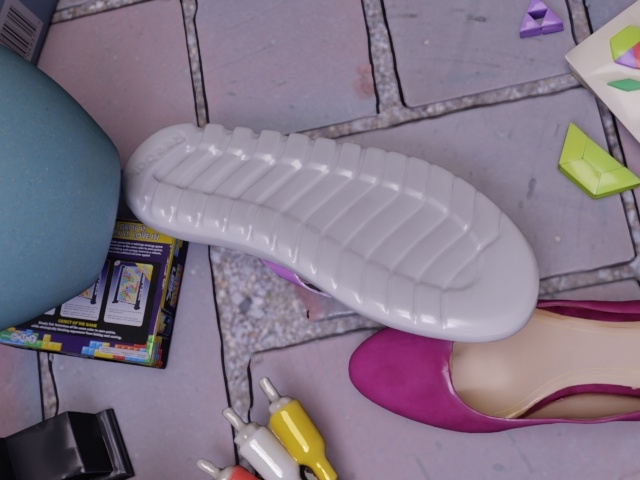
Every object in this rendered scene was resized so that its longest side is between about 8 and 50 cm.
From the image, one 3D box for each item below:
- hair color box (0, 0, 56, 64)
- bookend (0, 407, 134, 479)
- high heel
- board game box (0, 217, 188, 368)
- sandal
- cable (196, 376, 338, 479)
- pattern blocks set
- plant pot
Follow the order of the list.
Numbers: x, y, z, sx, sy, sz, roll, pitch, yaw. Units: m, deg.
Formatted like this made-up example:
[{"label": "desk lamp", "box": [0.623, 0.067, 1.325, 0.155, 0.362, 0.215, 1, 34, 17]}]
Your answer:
[{"label": "hair color box", "box": [-0.499, -0.247, 1.007, 0.374, 0.113, 0.185, 13, 80, 14]}, {"label": "bookend", "box": [-0.278, 0.213, 0.839, 0.157, 0.156, 0.072, -24, 74, 4]}, {"label": "high heel", "box": [0.202, 0.094, 0.763, 0.377, 0.181, 0.127, -6, 76, 9]}, {"label": "board game box", "box": [-0.228, 0.048, 0.924, 0.170, 0.048, 0.141, 7, 77, 12]}, {"label": "sandal", "box": [0.008, -0.012, 0.869, 0.416, 0.102, 0.169, 22, 61, 20]}, {"label": "cable", "box": [0.013, 0.259, 0.818, 0.287, 0.072, 0.139, 38, 92, 16]}, {"label": "pattern blocks set", "box": [0.342, -0.156, 0.875, 0.325, 0.026, 0.285, 38, 87, 16]}, {"label": "plant pot", "box": [-0.289, -0.039, 0.812, 0.195, 0.290, 0.290, 10, 77, -24]}]
